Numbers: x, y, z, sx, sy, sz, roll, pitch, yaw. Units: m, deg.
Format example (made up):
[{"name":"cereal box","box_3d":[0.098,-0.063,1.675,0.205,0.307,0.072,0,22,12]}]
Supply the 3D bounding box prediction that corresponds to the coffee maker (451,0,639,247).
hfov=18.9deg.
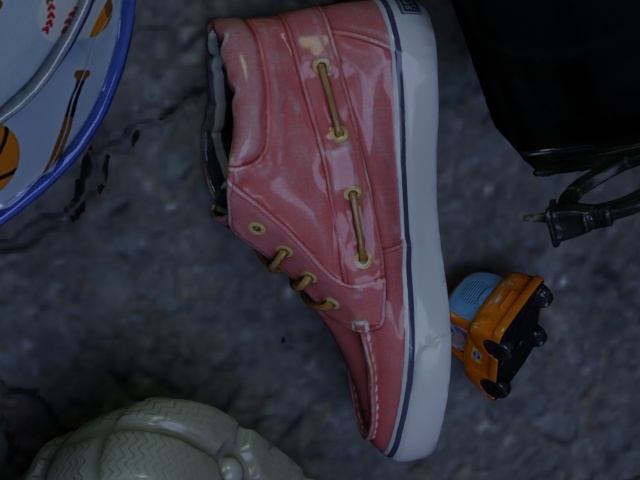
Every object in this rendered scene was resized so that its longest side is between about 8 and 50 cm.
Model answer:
[{"name":"coffee maker","box_3d":[0.086,-0.123,0.624,0.120,0.171,0.178,-21,114,9]}]

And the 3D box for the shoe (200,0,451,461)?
[{"name":"shoe","box_3d":[0.000,0.000,0.707,0.081,0.063,0.178,-6,106,-13]}]

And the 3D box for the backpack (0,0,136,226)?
[{"name":"backpack","box_3d":[-0.169,-0.109,0.541,0.276,0.213,0.263,-17,125,-13]}]

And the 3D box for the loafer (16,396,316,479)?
[{"name":"loafer","box_3d":[-0.002,0.177,0.759,0.111,0.112,0.319,-24,123,33]}]

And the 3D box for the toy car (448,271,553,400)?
[{"name":"toy car","box_3d":[0.085,0.001,0.756,0.040,0.060,0.122,29,81,19]}]
